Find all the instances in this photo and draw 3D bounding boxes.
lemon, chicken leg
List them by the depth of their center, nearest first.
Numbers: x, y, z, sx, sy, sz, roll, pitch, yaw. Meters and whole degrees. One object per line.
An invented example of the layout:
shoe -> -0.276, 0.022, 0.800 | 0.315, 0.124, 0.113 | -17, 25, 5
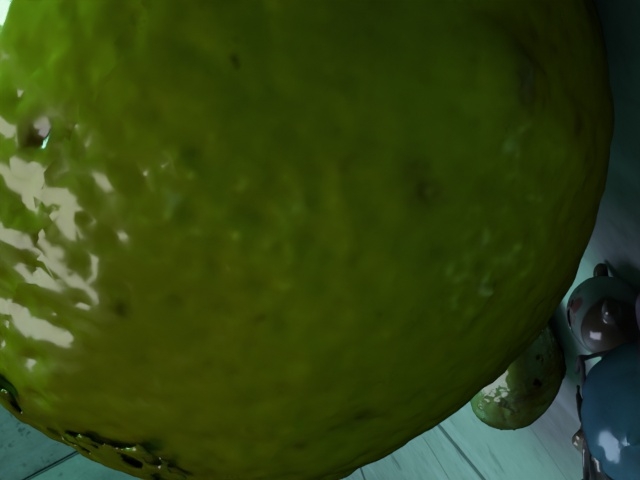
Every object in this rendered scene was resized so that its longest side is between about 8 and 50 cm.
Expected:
lemon -> -0.032, -0.066, 0.777 | 0.350, 0.350, 0.387 | 54, 133, 38
chicken leg -> 0.117, 0.041, 1.065 | 0.093, 0.070, 0.178 | -126, 20, -63

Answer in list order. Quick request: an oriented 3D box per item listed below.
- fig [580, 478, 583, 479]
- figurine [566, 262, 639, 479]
fig -> 0.170, 0.270, 1.129 | 0.143, 0.160, 0.231 | -10, 115, 36
figurine -> 0.182, 0.103, 0.874 | 0.260, 0.103, 0.205 | 83, -167, -64
